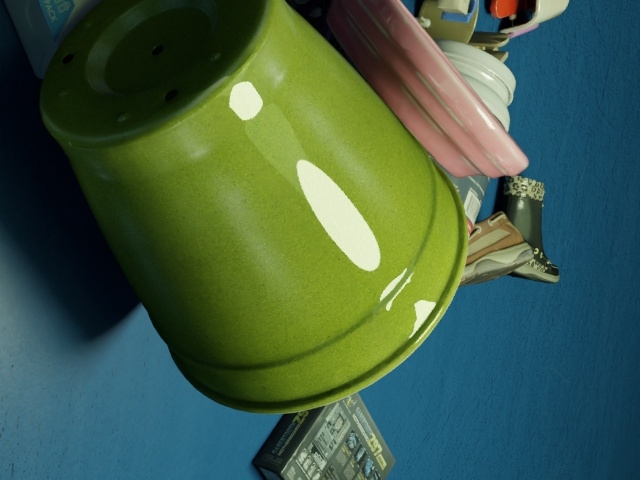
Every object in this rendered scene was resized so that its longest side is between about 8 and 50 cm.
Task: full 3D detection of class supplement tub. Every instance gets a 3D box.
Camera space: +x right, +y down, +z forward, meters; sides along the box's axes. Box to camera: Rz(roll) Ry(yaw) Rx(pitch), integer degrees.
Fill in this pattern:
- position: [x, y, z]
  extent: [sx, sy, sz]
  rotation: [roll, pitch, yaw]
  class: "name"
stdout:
- position: [0.157, -0.129, 1.441]
  extent: [0.191, 0.191, 0.272]
  rotation: [37, 70, -50]
  class: "supplement tub"

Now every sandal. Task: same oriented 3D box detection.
- position: [0.203, -0.387, 1.523]
  extent: [0.079, 0.088, 0.240]
  rotation: [-59, 158, -65]
  class: "sandal"

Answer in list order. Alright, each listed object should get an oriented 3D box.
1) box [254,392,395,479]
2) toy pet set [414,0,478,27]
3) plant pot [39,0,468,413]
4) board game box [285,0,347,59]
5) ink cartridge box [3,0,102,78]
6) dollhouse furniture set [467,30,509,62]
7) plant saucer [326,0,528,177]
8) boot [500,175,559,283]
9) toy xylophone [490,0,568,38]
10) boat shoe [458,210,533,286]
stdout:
- position: [0.013, 0.328, 1.488]
  extent: [0.183, 0.059, 0.232]
  rotation: [-53, 136, -29]
  class: "box"
- position: [0.169, -0.365, 1.470]
  extent: [0.065, 0.114, 0.122]
  rotation: [1, 101, -65]
  class: "toy pet set"
- position: [-0.081, -0.075, 0.998]
  extent: [0.366, 0.366, 0.353]
  rotation: [-59, 140, -24]
  class: "plant pot"
- position: [0.040, -0.407, 1.241]
  extent: [0.208, 0.056, 0.347]
  rotation: [10, 112, -56]
  class: "board game box"
- position: [-0.224, -0.249, 1.021]
  extent: [0.181, 0.061, 0.104]
  rotation: [-45, 133, -36]
  class: "ink cartridge box"
- position: [0.266, -0.252, 1.604]
  extent: [0.144, 0.123, 0.151]
  rotation: [-51, 135, -31]
  class: "dollhouse furniture set"
- position: [0.116, -0.196, 1.205]
  extent: [0.084, 0.332, 0.332]
  rotation: [-39, 142, 12]
  class: "plant saucer"
- position: [0.393, -0.017, 1.867]
  extent: [0.236, 0.085, 0.178]
  rotation: [14, 86, -52]
  class: "boot"
- position: [0.376, -0.509, 1.711]
  extent: [0.236, 0.081, 0.322]
  rotation: [-18, 113, -49]
  class: "toy xylophone"
- position: [0.206, 0.021, 1.629]
  extent: [0.324, 0.123, 0.116]
  rotation: [-12, 75, -42]
  class: "boat shoe"
